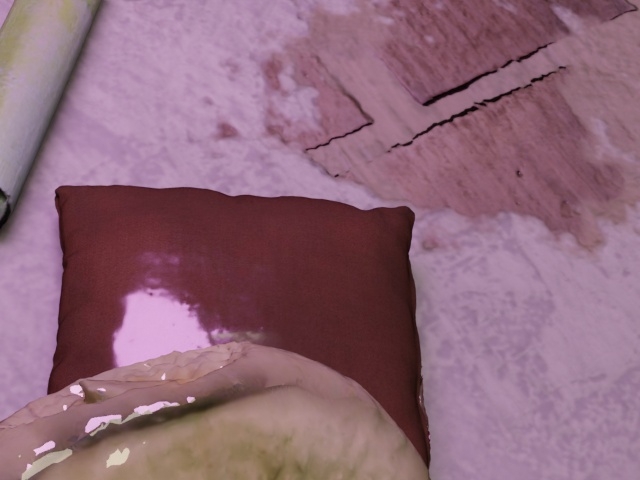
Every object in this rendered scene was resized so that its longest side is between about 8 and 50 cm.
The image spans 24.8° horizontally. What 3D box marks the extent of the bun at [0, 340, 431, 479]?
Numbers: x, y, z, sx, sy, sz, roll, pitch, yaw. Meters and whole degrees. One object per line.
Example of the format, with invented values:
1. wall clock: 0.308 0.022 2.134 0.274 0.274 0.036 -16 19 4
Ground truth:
1. bun: -0.101 0.234 0.919 0.364 0.202 0.364 -2 94 -29

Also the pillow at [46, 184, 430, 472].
1. pillow: -0.065 0.082 1.120 0.305 0.108 0.308 5 53 -9

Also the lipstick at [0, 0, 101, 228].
1. lipstick: -0.252 -0.142 1.244 0.076 0.076 0.304 18 53 -3
